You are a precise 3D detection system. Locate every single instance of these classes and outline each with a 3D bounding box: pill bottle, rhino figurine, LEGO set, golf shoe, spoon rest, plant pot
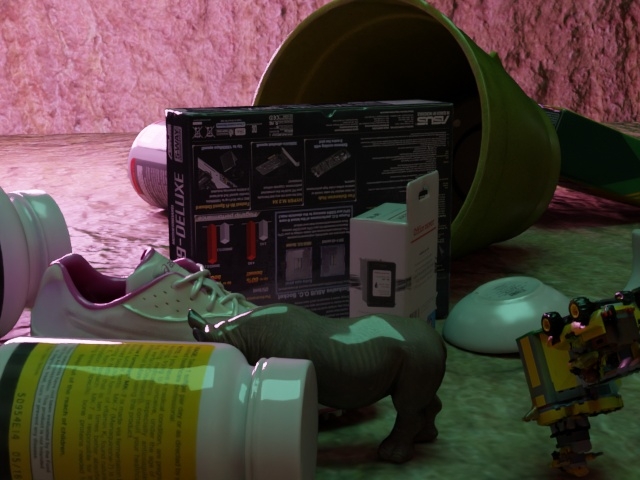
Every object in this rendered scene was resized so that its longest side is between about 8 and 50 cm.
[{"bbox_3d":[-0.414,0.027,1.010,0.323,0.181,0.181,-11,16,-41],"label":"pill bottle"},{"bbox_3d":[-0.110,0.125,0.692,0.208,0.119,0.119,1,12,7],"label":"pill bottle"},{"bbox_3d":[-0.017,0.099,0.781,0.243,0.106,0.073,6,16,-10],"label":"rhino figurine"},{"bbox_3d":[0.312,0.122,0.706,0.331,0.192,0.255,-3,-18,-28],"label":"LEGO set"},{"bbox_3d":[-0.097,0.079,0.870,0.306,0.140,0.115,1,11,-1],"label":"golf shoe"},{"bbox_3d":[0.258,0.068,1.114,0.276,0.084,0.137,-19,17,-21],"label":"spoon rest"},{"bbox_3d":[0.149,-0.119,1.430,0.366,0.366,0.353,9,3,37],"label":"plant pot"},{"bbox_3d":[-0.188,-0.114,1.750,0.161,0.161,0.283,-9,15,-38],"label":"pill bottle"}]

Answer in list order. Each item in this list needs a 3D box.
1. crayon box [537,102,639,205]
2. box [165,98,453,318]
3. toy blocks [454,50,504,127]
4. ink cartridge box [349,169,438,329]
[{"bbox_3d":[0.428,-0.154,1.845,0.313,0.106,0.363,19,4,-25],"label":"crayon box"},{"bbox_3d":[-0.005,-0.024,1.110,0.307,0.242,0.076,-6,13,-25],"label":"box"},{"bbox_3d":[0.080,-0.212,1.729,0.261,0.381,0.191,34,-9,38],"label":"toy blocks"},{"bbox_3d":[0.073,0.024,1.026,0.060,0.180,0.104,5,12,22],"label":"ink cartridge box"}]
